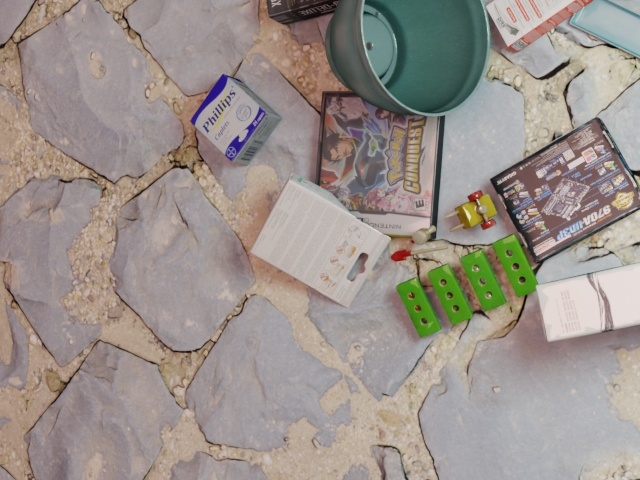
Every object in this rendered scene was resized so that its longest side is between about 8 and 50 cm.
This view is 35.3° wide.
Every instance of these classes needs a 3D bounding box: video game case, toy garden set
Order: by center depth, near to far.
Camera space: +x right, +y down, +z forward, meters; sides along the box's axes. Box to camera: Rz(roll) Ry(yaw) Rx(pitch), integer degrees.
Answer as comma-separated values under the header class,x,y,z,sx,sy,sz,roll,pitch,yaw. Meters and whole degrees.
class,x,y,z,sx,sy,sz,roll,pitch,yaw
toy garden set,0.250,0.039,1.832,0.244,0.049,0.204,-25,91,25
video game case,0.109,-0.146,1.920,0.248,0.035,0.275,5,91,26

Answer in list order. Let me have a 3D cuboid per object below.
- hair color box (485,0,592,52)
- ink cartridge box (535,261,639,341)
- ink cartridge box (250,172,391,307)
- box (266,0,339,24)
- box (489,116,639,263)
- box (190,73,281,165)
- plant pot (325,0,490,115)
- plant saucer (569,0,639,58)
class,x,y,z,sx,sy,sz,roll,pitch,yaw
hair color box,0.388,-0.420,1.775,0.167,0.053,0.093,-32,69,23
ink cartridge box,0.493,0.094,1.657,0.237,0.172,0.100,-15,82,25
ink cartridge box,0.000,0.000,1.940,0.224,0.056,0.181,29,115,-3
box,-0.001,-0.601,1.958,0.242,0.076,0.308,-11,84,25
box,0.432,-0.086,1.757,0.220,0.051,0.175,-32,76,21
box,-0.173,-0.244,2.035,0.137,0.072,0.126,43,106,20
plant pot,0.130,-0.360,1.800,0.196,0.293,0.293,1,89,55
plant saucer,0.530,-0.362,1.735,0.192,0.018,0.067,33,102,22
